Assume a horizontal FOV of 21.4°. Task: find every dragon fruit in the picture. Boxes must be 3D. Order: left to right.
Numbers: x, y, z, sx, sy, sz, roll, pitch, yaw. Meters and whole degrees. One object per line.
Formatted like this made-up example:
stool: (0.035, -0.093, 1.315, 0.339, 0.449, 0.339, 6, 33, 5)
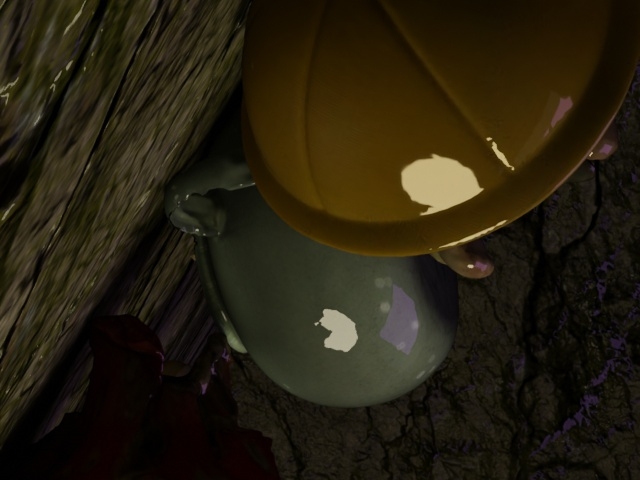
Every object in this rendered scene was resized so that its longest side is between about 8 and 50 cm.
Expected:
dragon fruit: (-0.117, 0.138, 0.884, 0.262, 0.134, 0.211, -10, -120, 51)

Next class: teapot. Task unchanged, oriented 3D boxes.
teapot: (0.000, 0.000, 0.952, 0.294, 0.129, 0.193, 39, 40, -66)

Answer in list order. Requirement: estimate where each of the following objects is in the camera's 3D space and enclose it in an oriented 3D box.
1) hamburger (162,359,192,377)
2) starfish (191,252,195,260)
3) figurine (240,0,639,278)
hamburger: (-0.147, 0.188, 1.299, 0.173, 0.116, 0.210, -71, -174, -51)
starfish: (0.018, -0.074, 1.372, 0.293, 0.084, 0.301, -41, 175, 19)
figurine: (0.056, -0.077, 0.776, 0.192, 0.167, 0.257, -58, 170, 1)
